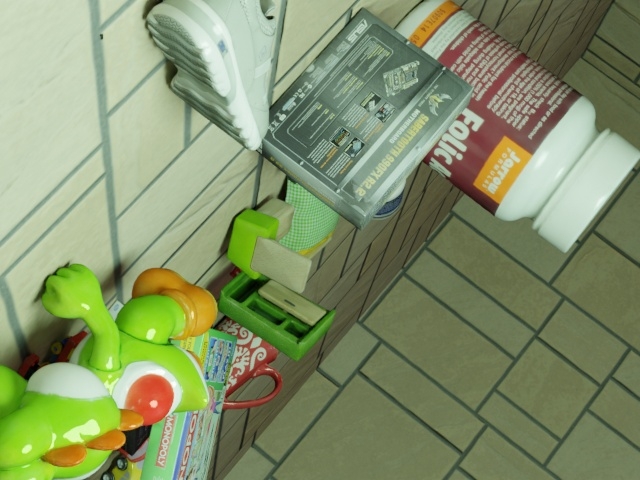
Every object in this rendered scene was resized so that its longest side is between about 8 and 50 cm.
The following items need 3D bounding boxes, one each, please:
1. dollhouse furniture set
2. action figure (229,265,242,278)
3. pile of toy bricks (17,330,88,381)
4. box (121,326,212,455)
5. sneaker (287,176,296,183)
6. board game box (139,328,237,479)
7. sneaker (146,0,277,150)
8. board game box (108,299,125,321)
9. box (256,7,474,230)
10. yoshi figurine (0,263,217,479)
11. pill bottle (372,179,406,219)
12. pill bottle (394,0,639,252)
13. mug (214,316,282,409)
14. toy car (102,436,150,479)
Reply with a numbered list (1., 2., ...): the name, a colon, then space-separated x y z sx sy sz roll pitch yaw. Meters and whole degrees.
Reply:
1. dollhouse furniture set: 0.000 0.000 1.951 0.301 0.151 0.197 -42 155 -47
2. action figure: -0.100 0.012 2.006 0.115 0.030 0.038 -60 165 27
3. pile of toy bricks: -0.313 0.217 1.511 0.212 0.105 0.118 -57 169 26
4. box: -0.242 0.205 1.936 0.183 0.059 0.232 -51 170 -25
5. sneaker: 0.009 -0.128 1.891 0.191 0.071 0.083 -44 173 -39
6. board game box: -0.187 0.274 1.770 0.213 0.046 0.317 47 55 -80
7. sneaker: -0.074 -0.172 1.219 0.115 0.105 0.281 -50 170 -10
8. board game box: -0.283 0.148 1.641 0.154 0.026 0.103 -52 170 -4
9. box: 0.053 -0.156 1.645 0.231 0.183 0.056 -50 170 -17
10. yoshi figurine: -0.266 0.148 1.359 0.203 0.203 0.362 -32 -178 28
11. pill bottle: 0.106 -0.104 2.342 0.094 0.094 0.169 -50 171 -13
12. pill bottle: 0.266 -0.171 1.956 0.224 0.392 0.224 -50 170 -12
13. mug: -0.154 0.214 2.161 0.169 0.150 0.113 -40 141 -34
14. toy car: -0.258 0.339 2.197 0.225 0.053 0.239 -26 159 -29
